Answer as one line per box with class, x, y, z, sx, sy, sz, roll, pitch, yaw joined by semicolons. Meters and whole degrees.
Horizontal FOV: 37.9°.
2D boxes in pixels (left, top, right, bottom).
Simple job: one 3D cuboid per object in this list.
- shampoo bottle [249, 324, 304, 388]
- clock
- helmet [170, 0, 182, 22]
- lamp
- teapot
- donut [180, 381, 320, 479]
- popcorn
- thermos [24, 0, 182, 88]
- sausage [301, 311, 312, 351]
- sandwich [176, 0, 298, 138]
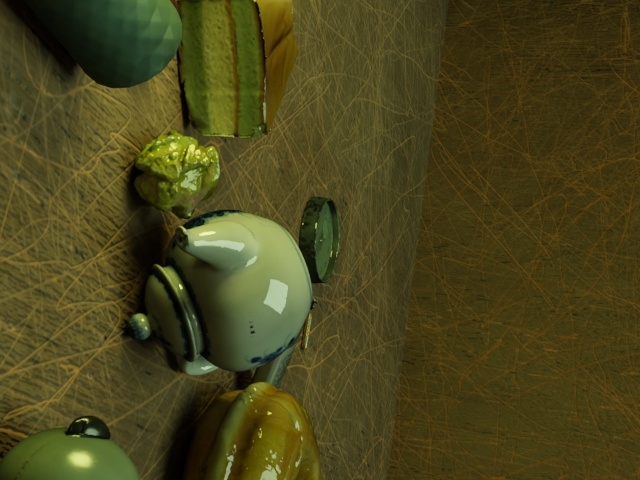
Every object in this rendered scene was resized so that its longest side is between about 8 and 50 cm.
shampoo bottle;-0.093;0.242;1.840;0.086;0.056;0.227;-49;164;-53
clock;0.000;0.000;2.276;0.215;0.042;0.215;4;90;-73
helmet;-0.239;-0.313;1.364;0.098;0.070;0.123;-69;155;-46
lamp;-0.318;0.329;1.074;0.244;0.198;0.198;-37;132;-39
teapot;-0.166;0.090;1.438;0.252;0.280;0.424;57;-23;27
donut;-0.125;0.478;1.689;0.449;0.198;0.449;4;90;-75
popcorn;-0.218;-0.102;1.410;0.126;0.126;0.145;-59;176;-5
thermos;-0.285;-0.323;1.105;0.182;0.145;0.286;66;4;29
sausage;-0.033;0.221;2.255;0.015;0.015;0.100;55;42;-64
sandwich;-0.130;-0.303;1.579;0.198;0.155;0.227;-43;134;-66
